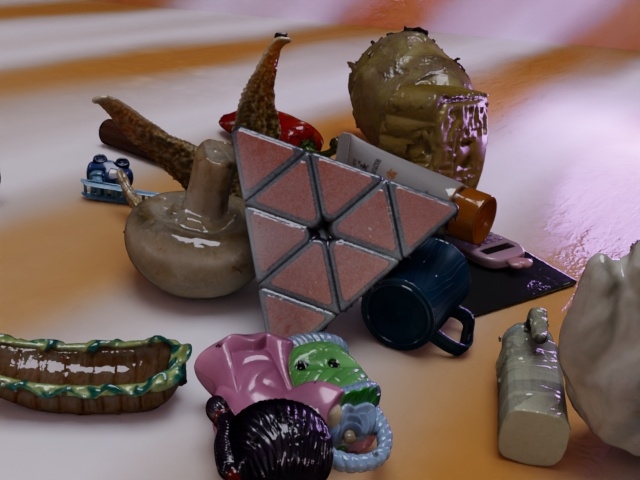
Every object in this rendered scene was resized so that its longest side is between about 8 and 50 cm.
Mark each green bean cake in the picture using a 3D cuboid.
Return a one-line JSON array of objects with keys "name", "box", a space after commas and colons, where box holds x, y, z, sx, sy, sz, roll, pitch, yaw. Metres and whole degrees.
[{"name": "green bean cake", "box": [0.216, -0.175, 1.444, 0.131, 0.224, 0.229, 17, 21, 36]}]

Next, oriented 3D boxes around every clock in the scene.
[{"name": "clock", "box": [-0.025, 0.181, 0.808, 0.194, 0.100, 0.195, 1, 28, -17]}]

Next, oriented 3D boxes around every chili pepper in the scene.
[{"name": "chili pepper", "box": [-0.094, -0.215, 1.598, 0.110, 0.110, 0.387, -12, 27, -35]}]

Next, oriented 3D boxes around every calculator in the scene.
[{"name": "calculator", "box": [0.279, 0.013, 1.291, 0.103, 0.024, 0.166, -12, 30, -36]}]

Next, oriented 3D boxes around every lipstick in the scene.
[{"name": "lipstick", "box": [-0.283, -0.168, 1.499, 0.356, 0.057, 0.057, 20, 29, 24]}]

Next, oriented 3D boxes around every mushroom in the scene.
[{"name": "mushroom", "box": [-0.164, -0.032, 1.073, 0.207, 0.215, 0.207, 11, 26, -6]}]

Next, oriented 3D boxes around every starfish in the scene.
[{"name": "starfish", "box": [-0.140, -0.120, 1.211, 0.398, 0.384, 0.132, -9, 43, 4]}]

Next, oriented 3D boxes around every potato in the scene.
[{"name": "potato", "box": [0.187, -0.283, 1.671, 0.301, 0.288, 0.237, 39, 41, -16]}]

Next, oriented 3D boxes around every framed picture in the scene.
[{"name": "framed picture", "box": [0.228, 0.021, 1.300, 0.244, 0.013, 0.324, -11, 31, -34]}]

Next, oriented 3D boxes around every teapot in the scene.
[{"name": "teapot", "box": [0.250, 0.159, 0.916, 0.077, 0.107, 0.200, 8, 25, 9]}]

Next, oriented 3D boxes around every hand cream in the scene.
[{"name": "hand cream", "box": [0.148, -0.089, 1.330, 0.314, 0.140, 0.089, 21, 21, 35]}]

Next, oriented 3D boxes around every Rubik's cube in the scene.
[{"name": "Rubik's cube", "box": [0.001, 0.000, 1.039, 0.228, 0.228, 0.233, -3, 34, -39]}]

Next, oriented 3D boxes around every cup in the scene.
[{"name": "cup", "box": [0.145, 0.077, 1.049, 0.150, 0.113, 0.138, 17, 29, 22]}]

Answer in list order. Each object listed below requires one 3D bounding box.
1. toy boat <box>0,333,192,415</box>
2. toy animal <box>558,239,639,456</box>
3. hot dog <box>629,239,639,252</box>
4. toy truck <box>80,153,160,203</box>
[{"name": "toy boat", "box": [-0.290, 0.134, 0.840, 0.292, 0.099, 0.108, 9, 24, -14]}, {"name": "toy animal", "box": [0.379, 0.150, 0.802, 0.266, 0.308, 0.188, -4, 43, -2]}, {"name": "hot dog", "box": [0.629, 0.017, 1.352, 0.252, 0.069, 0.131, -18, 37, -40]}, {"name": "toy truck", "box": [-0.342, -0.100, 1.344, 0.136, 0.063, 0.074, 8, 45, -4]}]
